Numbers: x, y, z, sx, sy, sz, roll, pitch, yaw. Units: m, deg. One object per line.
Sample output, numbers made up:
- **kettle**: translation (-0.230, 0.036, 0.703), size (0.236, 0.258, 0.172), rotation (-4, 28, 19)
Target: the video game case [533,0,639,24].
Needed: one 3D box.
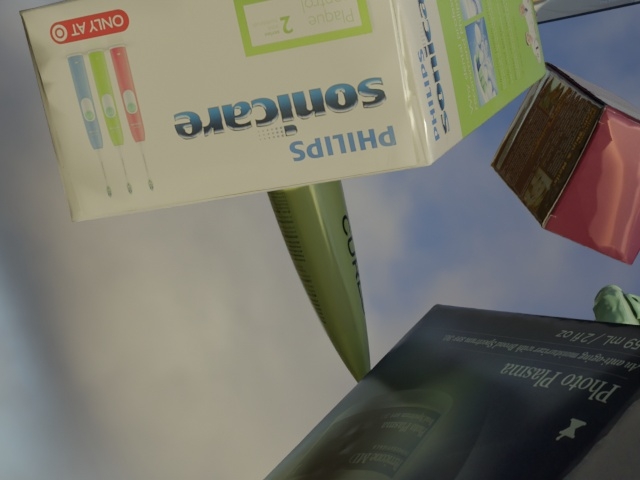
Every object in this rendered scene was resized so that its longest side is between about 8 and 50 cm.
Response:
- **video game case**: translation (0.256, -0.340, 1.548), size (0.035, 0.274, 0.248), rotation (-109, -171, -51)

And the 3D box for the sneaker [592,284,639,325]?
- **sneaker**: translation (0.284, 0.113, 1.495), size (0.256, 0.094, 0.151), rotation (18, 39, -55)

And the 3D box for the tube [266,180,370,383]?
- **tube**: translation (0.000, 0.000, 1.155), size (0.062, 0.070, 0.240), rotation (-5, -72, 35)

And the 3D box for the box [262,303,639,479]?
- **box**: translation (0.094, 0.202, 0.944), size (0.183, 0.294, 0.296), rotation (52, -20, -17)

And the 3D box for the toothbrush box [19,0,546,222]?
- **toothbrush box**: translation (-0.005, -0.112, 0.882), size (0.283, 0.206, 0.122), rotation (-40, 119, -64)

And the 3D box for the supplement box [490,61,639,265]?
- **supplement box**: translation (0.210, -0.065, 1.215), size (0.104, 0.080, 0.188), rotation (-64, -167, 13)
